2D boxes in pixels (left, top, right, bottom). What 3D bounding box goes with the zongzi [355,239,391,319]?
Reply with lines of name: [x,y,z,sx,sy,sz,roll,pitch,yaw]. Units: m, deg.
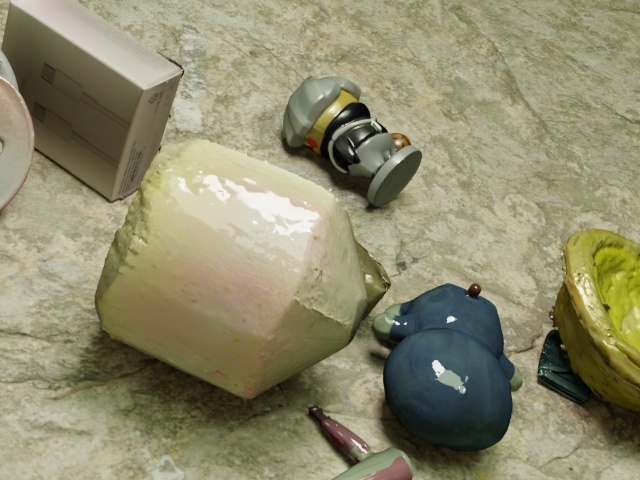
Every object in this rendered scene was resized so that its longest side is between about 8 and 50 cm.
zongzi: [0.000,0.000,1.641,0.228,0.115,0.256,28,25,-2]

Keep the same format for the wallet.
wallet: [0.374,0.185,1.680,0.088,0.026,0.129,29,35,4]

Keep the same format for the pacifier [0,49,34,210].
pacifier: [-0.521,-0.159,1.409,0.332,0.220,0.273,35,20,-16]

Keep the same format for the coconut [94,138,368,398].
coconut: [-0.091,0.039,1.367,0.309,0.298,0.297,23,36,-3]

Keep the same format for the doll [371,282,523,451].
doll: [0.175,0.173,1.494,0.228,0.154,0.258,24,42,-8]

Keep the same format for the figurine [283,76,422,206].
figurine: [0.053,-0.178,1.864,0.236,0.133,0.176,41,30,17]

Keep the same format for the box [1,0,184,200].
box: [-0.342,-0.212,1.609,0.251,0.203,0.106,35,38,13]

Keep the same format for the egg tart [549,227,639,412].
egg tart: [0.463,0.143,1.666,0.345,0.132,0.345,28,38,-25]

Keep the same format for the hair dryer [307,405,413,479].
hair dryer: [0.031,0.261,1.377,0.106,0.054,0.154,-10,38,-32]
